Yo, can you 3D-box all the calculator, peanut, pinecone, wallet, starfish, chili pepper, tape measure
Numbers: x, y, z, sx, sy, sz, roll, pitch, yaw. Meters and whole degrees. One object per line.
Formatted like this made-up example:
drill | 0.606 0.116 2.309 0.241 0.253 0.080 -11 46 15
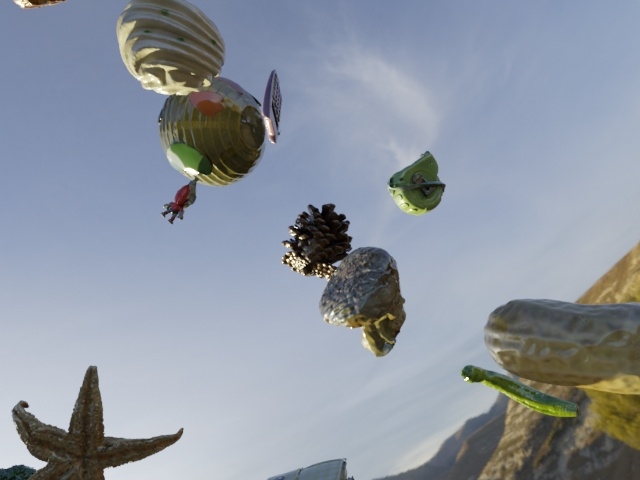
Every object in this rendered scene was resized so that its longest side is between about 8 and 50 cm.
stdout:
calculator | -0.192 -0.549 1.788 0.043 0.294 0.194 0 -31 7
peanut | 0.424 0.163 0.694 0.324 0.140 0.153 -3 -20 31
pinecone | 0.001 -0.001 1.183 0.185 0.168 0.213 27 -96 -13
wallet | -0.085 0.572 0.944 0.309 0.077 0.223 -18 1 8
starfish | -0.385 0.327 0.725 0.294 0.232 0.048 -16 8 -10
chili pepper | 0.145 0.113 0.331 0.030 0.083 0.017 34 -105 -78
tape measure | 0.309 -0.170 1.406 0.200 0.175 0.106 -31 -2 -28

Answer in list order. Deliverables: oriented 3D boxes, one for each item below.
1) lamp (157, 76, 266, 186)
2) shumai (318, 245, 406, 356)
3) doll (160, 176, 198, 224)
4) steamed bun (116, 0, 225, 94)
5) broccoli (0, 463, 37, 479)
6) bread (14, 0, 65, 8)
lamp | -0.262 -0.247 1.029 0.284 0.251 0.250 -1 -14 32
shumai | 0.096 0.113 0.828 0.209 0.153 0.161 -35 22 47
doll | -0.293 -0.087 0.950 0.039 0.057 0.114 41 -98 -33
steamed bun | -0.251 -0.336 0.749 0.182 0.183 0.106 -20 -12 -23
broccoli | -0.633 0.571 0.838 0.265 0.245 0.295 -29 -19 -30
bread | -0.646 -0.646 0.938 0.139 0.077 0.271 -46 -42 -43
